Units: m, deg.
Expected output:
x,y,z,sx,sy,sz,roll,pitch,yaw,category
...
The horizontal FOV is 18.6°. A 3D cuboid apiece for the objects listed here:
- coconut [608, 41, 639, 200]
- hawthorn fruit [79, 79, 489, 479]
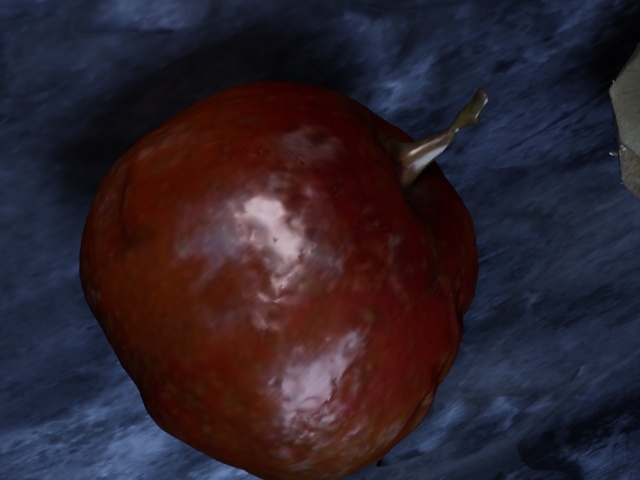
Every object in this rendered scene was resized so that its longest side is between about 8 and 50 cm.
x,y,z,sx,sy,sz,roll,pitch,yaw,category
0.277,-0.084,1.356,0.171,0.171,0.183,-35,159,19,coconut
0.000,0.000,1.156,0.272,0.242,0.242,-49,151,21,hawthorn fruit
